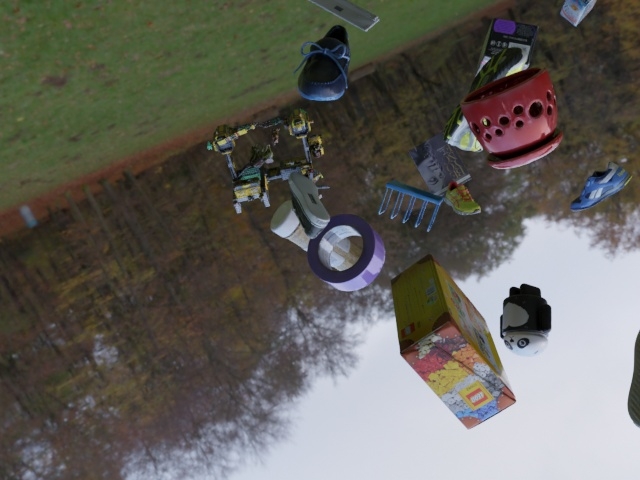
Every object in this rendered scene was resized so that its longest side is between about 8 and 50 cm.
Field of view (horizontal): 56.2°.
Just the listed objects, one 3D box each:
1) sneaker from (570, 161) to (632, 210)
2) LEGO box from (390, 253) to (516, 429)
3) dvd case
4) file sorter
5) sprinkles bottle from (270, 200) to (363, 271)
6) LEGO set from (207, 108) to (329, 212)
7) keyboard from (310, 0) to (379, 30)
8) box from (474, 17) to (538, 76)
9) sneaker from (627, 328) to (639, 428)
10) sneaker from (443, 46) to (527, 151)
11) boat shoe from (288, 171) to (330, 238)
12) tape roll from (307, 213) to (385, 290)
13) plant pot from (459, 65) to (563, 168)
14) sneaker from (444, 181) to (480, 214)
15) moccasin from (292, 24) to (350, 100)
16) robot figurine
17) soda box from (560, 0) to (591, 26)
[{"bbox_3d":[0.592,-0.115,1.289,0.053,0.059,0.144,-41,178,-45],"label":"sneaker"},{"bbox_3d":[0.437,0.325,2.062,0.193,0.372,0.500,-37,-164,17],"label":"LEGO box"},{"bbox_3d":[0.474,-0.300,2.385,0.165,0.221,0.018,-29,-176,9],"label":"dvd case"},{"bbox_3d":[0.279,-0.108,1.856,0.170,0.104,0.118,20,-164,13],"label":"file sorter"},{"bbox_3d":[0.000,0.000,2.065,0.121,0.355,0.121,-41,-149,31],"label":"sprinkles bottle"},{"bbox_3d":[-0.145,-0.215,1.686,0.332,0.254,0.192,-6,-143,-3],"label":"LEGO set"},{"bbox_3d":[0.063,-0.728,1.876,0.072,0.256,0.014,-48,159,-18],"label":"keyboard"},{"bbox_3d":[0.680,-0.689,2.212,0.165,0.143,0.270,14,-178,8],"label":"box"},{"bbox_3d":[0.930,0.349,1.632,0.135,0.150,0.365,14,-107,46],"label":"sneaker"},{"bbox_3d":[0.560,-0.459,1.972,0.384,0.147,0.145,-57,-167,42],"label":"sneaker"},{"bbox_3d":[-0.044,-0.092,1.499,0.070,0.078,0.219,-57,-146,27],"label":"boat shoe"},{"bbox_3d":[0.066,0.031,1.556,0.189,0.188,0.080,-21,153,16],"label":"tape roll"},{"bbox_3d":[0.424,-0.262,1.304,0.191,0.174,0.191,-26,-166,7],"label":"plant pot"},{"bbox_3d":[0.538,-0.163,2.287,0.082,0.094,0.208,-10,-152,-20],"label":"sneaker"},{"bbox_3d":[0.007,-0.453,1.497,0.138,0.116,0.342,7,-145,0],"label":"moccasin"},{"bbox_3d":[0.794,0.311,2.331,0.174,0.278,0.209,2,158,13],"label":"robot figurine"},{"bbox_3d":[0.664,-0.611,1.533,0.063,0.058,0.183,-49,171,13],"label":"soda box"}]
